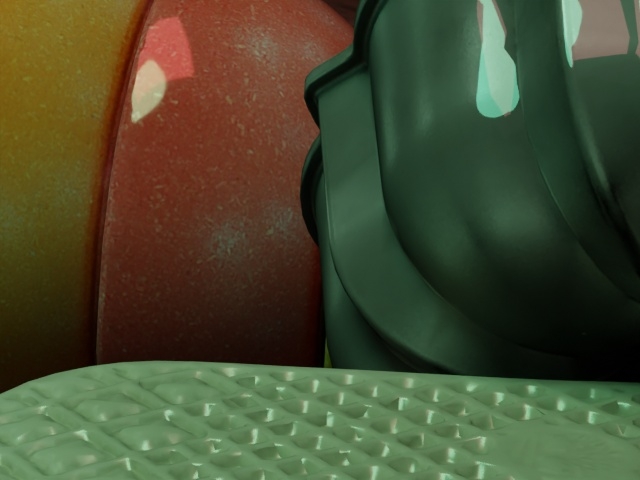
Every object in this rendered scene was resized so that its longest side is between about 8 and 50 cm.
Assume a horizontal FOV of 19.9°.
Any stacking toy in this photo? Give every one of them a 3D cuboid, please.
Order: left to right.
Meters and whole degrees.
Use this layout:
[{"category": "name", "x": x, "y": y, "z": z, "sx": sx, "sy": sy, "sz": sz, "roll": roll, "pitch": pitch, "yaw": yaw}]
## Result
[{"category": "stacking toy", "x": 0.000, "y": 0.000, "z": 0.918, "sx": 0.480, "sy": 0.350, "sz": 0.350, "roll": 9, "pitch": 19, "yaw": 4}]

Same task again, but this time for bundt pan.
[{"category": "bundt pan", "x": 0.149, "y": 0.024, "z": 0.625, "sx": 0.331, "sy": 0.331, "sz": 0.124, "roll": -7, "pitch": 47, "yaw": 16}]

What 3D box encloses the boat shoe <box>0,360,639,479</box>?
[{"category": "boat shoe", "x": 0.129, "y": 0.137, "z": 0.501, "sx": 0.500, "sy": 0.156, "sz": 0.187, "roll": 4, "pitch": 15, "yaw": 11}]
